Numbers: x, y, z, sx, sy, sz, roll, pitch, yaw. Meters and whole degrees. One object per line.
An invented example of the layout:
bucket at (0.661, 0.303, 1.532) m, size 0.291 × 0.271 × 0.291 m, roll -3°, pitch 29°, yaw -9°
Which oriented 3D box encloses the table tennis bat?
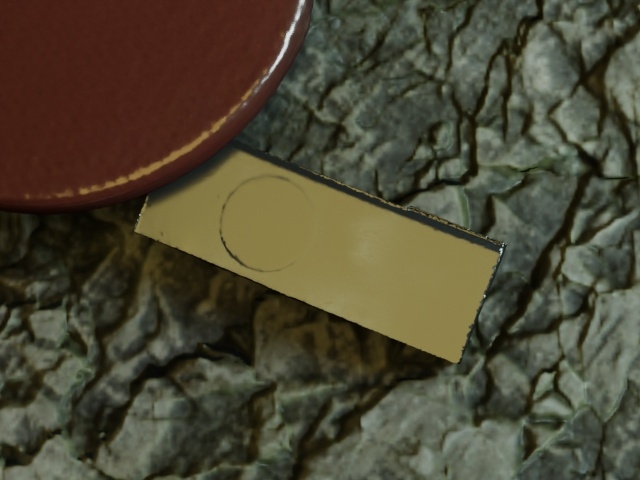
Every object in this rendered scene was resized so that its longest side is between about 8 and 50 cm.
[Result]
table tennis bat at (-0.103, -0.185, 0.657) m, size 0.414 × 0.051 × 0.268 m, roll -37°, pitch 72°, yaw -4°

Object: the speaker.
speaker at (0.000, 0.000, 0.648) m, size 0.218 × 0.044 × 0.082 m, roll 23°, pitch 86°, yaw 6°
